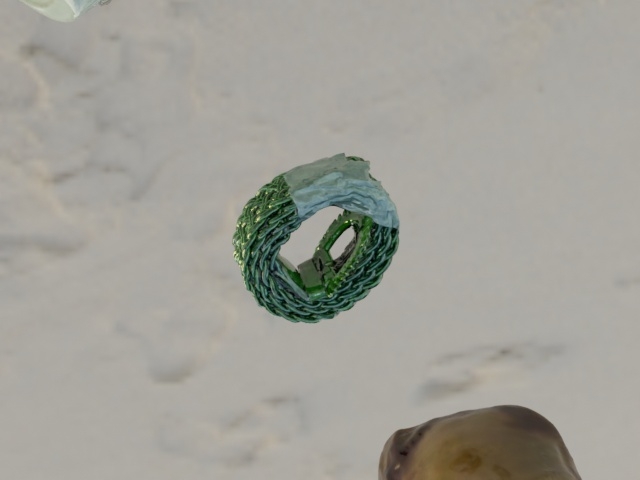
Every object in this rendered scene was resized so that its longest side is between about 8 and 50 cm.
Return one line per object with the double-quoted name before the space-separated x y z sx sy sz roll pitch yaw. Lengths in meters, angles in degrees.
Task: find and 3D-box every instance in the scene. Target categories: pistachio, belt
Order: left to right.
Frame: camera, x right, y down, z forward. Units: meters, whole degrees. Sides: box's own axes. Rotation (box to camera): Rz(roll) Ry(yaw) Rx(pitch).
"belt" 0.000 0.000 1.565 0.151 0.079 0.121 -42 111 3
"pistachio" 0.142 0.223 1.631 0.210 0.165 0.130 17 159 29

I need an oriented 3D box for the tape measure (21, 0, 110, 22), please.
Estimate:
"tape measure" -0.257 -0.301 1.568 0.235 0.115 0.207 34 159 27
